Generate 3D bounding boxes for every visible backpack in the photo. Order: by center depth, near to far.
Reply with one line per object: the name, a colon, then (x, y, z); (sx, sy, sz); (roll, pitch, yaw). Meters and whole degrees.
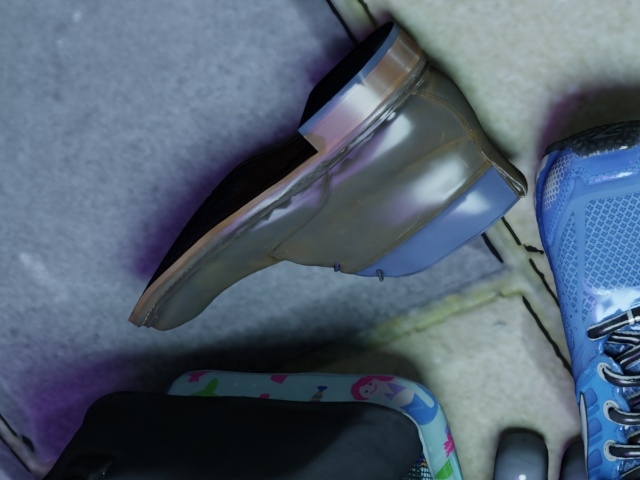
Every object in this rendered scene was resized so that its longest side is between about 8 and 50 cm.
backpack: (-0.021, 0.197, 0.938); (0.225, 0.191, 0.253); (-2, 117, 31)

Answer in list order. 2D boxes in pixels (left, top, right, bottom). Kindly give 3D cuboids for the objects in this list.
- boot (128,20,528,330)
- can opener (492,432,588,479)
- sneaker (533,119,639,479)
boot: (0.000, 0.000, 0.876); (0.106, 0.082, 0.219); (40, 121, -12)
can opener: (0.123, 0.234, 1.011); (0.074, 0.093, 0.280); (5, 116, 8)
sneaker: (0.187, 0.090, 0.853); (0.130, 0.147, 0.330); (-13, 119, 20)
